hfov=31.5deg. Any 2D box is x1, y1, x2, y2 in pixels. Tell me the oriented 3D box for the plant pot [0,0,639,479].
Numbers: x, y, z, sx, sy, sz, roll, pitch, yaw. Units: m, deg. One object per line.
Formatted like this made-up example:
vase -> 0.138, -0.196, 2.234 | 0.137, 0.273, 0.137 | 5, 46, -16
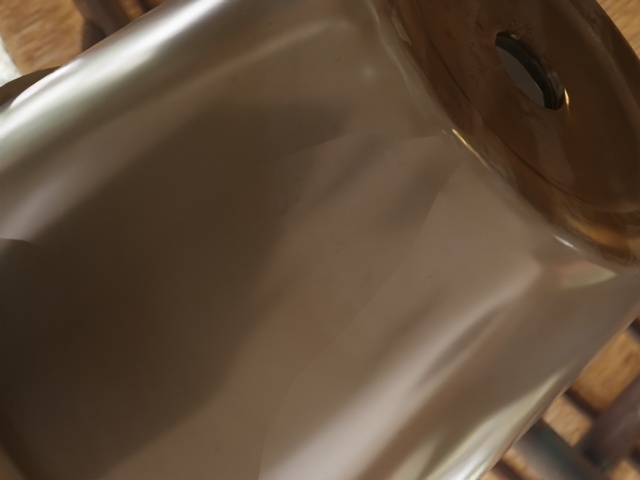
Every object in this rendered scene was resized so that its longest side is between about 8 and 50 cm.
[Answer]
plant pot -> 0.000, 0.000, 0.518 | 0.280, 0.323, 0.323 | -39, -90, 36
